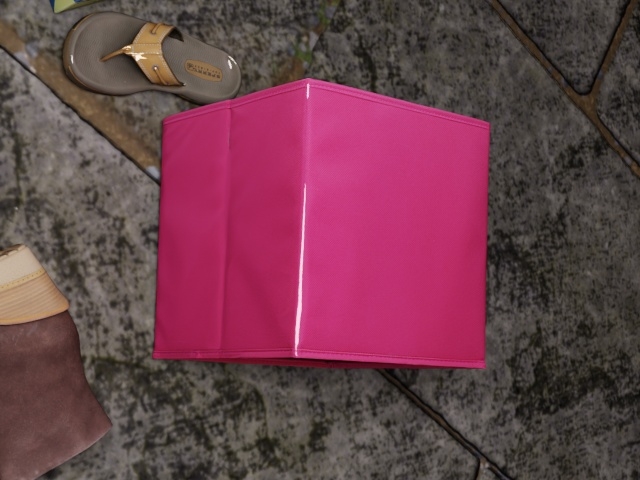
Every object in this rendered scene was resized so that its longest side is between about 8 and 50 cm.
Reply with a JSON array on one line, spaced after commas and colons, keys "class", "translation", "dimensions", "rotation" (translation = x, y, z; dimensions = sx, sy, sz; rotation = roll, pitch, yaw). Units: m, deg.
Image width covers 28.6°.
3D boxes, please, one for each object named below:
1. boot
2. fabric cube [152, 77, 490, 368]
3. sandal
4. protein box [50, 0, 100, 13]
[{"class": "boot", "translation": [-0.319, 0.140, 1.121], "dimensions": [0.248, 0.090, 0.207], "rotation": [-28, 107, -32]}, {"class": "fabric cube", "translation": [0.000, 0.000, 1.294], "dimensions": [0.254, 0.259, 0.258], "rotation": [7, 82, -39]}, {"class": "sandal", "translation": [-0.165, -0.188, 1.310], "dimensions": [0.219, 0.060, 0.090], "rotation": [11, 77, -38]}, {"class": "protein box", "translation": [-0.190, -0.360, 1.265], "dimensions": [0.201, 0.136, 0.200], "rotation": [-25, 99, -38]}]
